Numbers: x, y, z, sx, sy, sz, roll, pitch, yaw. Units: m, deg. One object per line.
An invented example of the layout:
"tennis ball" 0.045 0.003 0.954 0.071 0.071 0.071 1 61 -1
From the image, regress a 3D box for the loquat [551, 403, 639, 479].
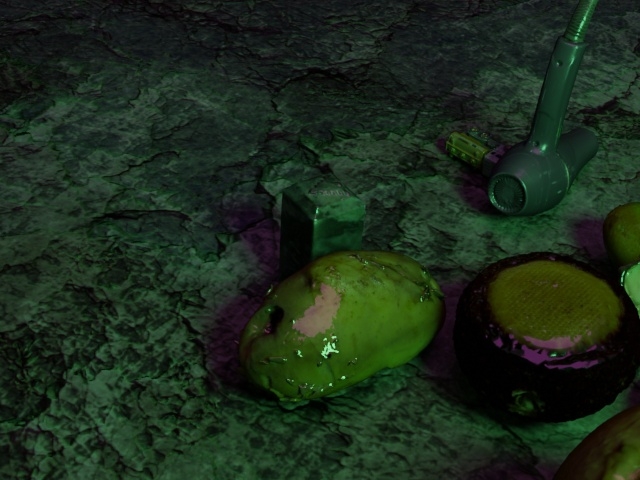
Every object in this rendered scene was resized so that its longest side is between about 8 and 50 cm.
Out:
"loquat" 0.354 0.303 0.868 0.328 0.328 0.328 3 38 -2

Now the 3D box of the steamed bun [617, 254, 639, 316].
"steamed bun" 0.507 0.092 1.292 0.177 0.106 0.192 -25 79 8

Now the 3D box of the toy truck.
"toy truck" 0.279 -0.150 1.656 0.063 0.052 0.123 -30 48 -31

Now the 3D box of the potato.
"potato" 0.028 0.103 1.230 0.300 0.140 0.173 -22 75 -28

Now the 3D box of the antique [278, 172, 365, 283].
"antique" 0.000 0.000 1.326 0.086 0.183 0.088 -19 43 -27

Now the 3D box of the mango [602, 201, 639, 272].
"mango" 0.513 0.035 1.399 0.125 0.111 0.233 -43 71 0

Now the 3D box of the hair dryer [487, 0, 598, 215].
"hair dryer" 0.396 -0.224 1.523 0.121 0.361 0.301 28 36 27

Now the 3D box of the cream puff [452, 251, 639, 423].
"cream puff" 0.286 0.129 1.206 0.239 0.165 0.239 0 41 0
